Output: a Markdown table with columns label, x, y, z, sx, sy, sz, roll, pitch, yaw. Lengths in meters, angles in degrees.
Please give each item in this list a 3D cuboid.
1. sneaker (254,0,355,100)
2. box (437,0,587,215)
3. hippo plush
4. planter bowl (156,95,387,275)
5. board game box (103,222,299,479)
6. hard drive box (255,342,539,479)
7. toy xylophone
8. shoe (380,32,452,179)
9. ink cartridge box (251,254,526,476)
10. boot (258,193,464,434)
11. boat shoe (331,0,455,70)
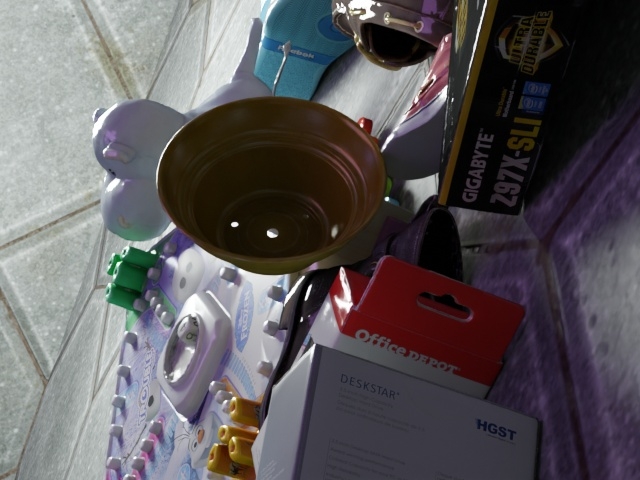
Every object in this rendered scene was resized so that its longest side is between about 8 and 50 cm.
| label | x | y | z | sx | sy | sz | roll | pitch | yaw |
| --- | --- | --- | --- | --- | --- | --- | --- | --- | --- |
| sneaker | -0.013 | -0.330 | 1.979 | 0.319 | 0.127 | 0.208 | 136 | 149 | -55 |
| box | 0.158 | -0.225 | 1.227 | 0.257 | 0.079 | 0.322 | 101 | 178 | -54 |
| hippo plush | -0.150 | -0.094 | 1.818 | 0.234 | 0.236 | 0.294 | -134 | 43 | -57 |
| planter bowl | -0.046 | -0.032 | 1.437 | 0.090 | 0.217 | 0.217 | 91 | -176 | -48 |
| board game box | -0.149 | 0.117 | 1.617 | 0.390 | 0.050 | 0.390 | -35 | 43 | 47 |
| hard drive box | 0.045 | 0.212 | 1.024 | 0.089 | 0.181 | 0.232 | 131 | 155 | -54 |
| toy xylophone | 0.000 | 0.000 | 1.608 | 0.323 | 0.081 | 0.236 | -108 | 41 | -66 |
| shoe | 0.119 | -0.132 | 1.420 | 0.178 | 0.063 | 0.081 | -45 | 27 | 45 |
| ink cartridge box | 0.052 | 0.114 | 1.201 | 0.231 | 0.134 | 0.078 | -63 | 17 | 19 |
| boot | 0.043 | 0.106 | 1.335 | 0.229 | 0.091 | 0.263 | -24 | 59 | 54 |
| boat shoe | 0.082 | -0.233 | 1.571 | 0.324 | 0.116 | 0.097 | 8 | 75 | 68 |
